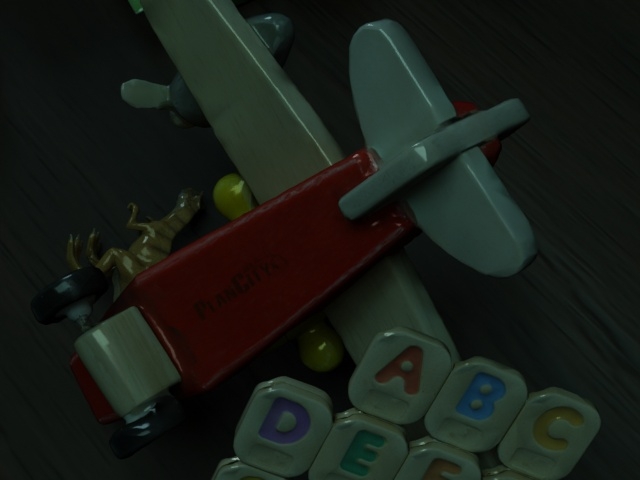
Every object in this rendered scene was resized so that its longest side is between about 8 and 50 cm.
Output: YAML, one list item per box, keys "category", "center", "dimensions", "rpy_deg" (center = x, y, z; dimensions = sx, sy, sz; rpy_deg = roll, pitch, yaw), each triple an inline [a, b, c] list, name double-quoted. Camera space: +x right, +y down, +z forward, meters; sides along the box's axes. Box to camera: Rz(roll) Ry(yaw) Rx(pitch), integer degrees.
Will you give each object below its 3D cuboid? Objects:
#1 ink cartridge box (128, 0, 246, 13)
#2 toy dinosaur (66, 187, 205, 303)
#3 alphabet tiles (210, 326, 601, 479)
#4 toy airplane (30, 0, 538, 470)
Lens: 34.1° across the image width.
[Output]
- category: "ink cartridge box"
  center: [-0.107, -0.295, 1.056]
  dimensions: [0.209, 0.062, 0.109]
  rpy_deg: [-29, 66, -6]
- category: "toy dinosaur"
  center: [-0.170, 0.033, 0.934]
  dimensions: [0.112, 0.064, 0.212]
  rpy_deg: [16, 72, 11]
- category: "alphabet tiles"
  center: [0.064, 0.199, 0.743]
  dimensions: [0.284, 0.021, 0.278]
  rpy_deg: [22, 114, -9]
- category: "toy airplane"
  center: [0.000, 0.000, 0.814]
  dimensions: [0.384, 0.272, 0.386]
  rpy_deg: [14, 101, 19]
